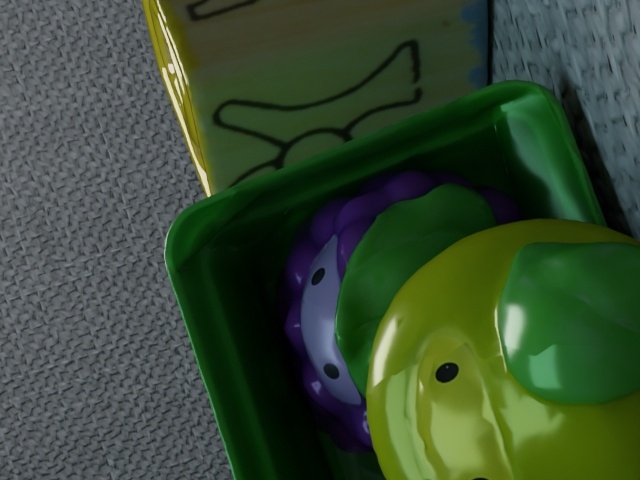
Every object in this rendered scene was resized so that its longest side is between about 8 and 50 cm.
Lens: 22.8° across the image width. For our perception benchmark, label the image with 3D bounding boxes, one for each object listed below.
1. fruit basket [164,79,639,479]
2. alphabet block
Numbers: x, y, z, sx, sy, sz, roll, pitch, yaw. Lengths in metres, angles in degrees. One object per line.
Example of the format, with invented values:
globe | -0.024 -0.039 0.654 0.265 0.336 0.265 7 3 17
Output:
fruit basket | 0.082 0.103 0.835 0.392 0.283 0.392 -21 -90 -80
alphabet block | -0.010 -0.142 1.082 0.192 0.197 0.193 83 168 -53
